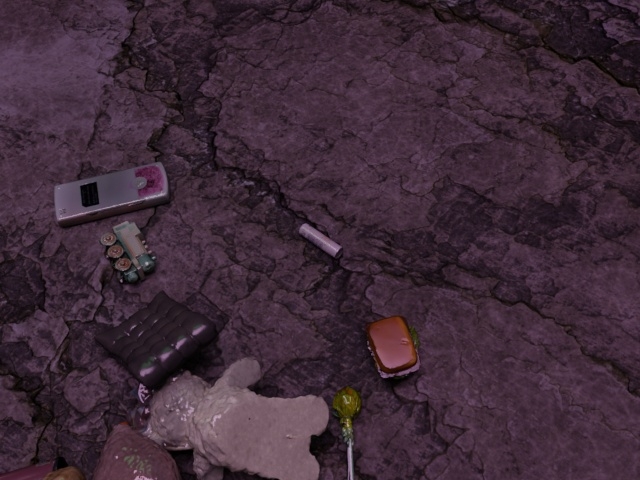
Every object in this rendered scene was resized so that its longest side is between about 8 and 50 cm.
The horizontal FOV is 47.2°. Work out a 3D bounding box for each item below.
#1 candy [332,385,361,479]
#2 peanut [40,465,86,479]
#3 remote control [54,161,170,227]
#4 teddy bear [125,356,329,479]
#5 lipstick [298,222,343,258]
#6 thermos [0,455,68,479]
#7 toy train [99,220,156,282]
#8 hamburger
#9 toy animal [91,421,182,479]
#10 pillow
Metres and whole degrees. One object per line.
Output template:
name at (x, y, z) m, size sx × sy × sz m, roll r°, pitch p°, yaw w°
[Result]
candy at (0.067, 0.485, 1.774) m, size 0.073 × 0.077 × 0.262 m, roll -3°, pitch 65°, yaw 4°
peanut at (-0.576, 0.605, 1.623) m, size 0.137 × 0.253 × 0.122 m, roll 16°, pitch 33°, yaw 19°
remote control at (-0.630, -0.141, 2.219) m, size 0.344 × 0.050 × 0.145 m, roll -13°, pitch 57°, yaw -6°
teddy bear at (-0.233, 0.442, 1.781) m, size 0.375 × 0.362 × 0.327 m, roll 19°, pitch 75°, yaw -31°
lipstick at (0.000, 0.000, 2.097) m, size 0.141 × 0.040 × 0.040 m, roll 33°, pitch 65°, yaw 22°
thermos at (-0.757, 0.619, 1.714) m, size 0.330 × 0.136 × 0.109 m, roll -15°, pitch 24°, yaw -6°
toy train at (-0.546, 0.035, 2.086) m, size 0.125 × 0.081 × 0.194 m, roll -28°, pitch 59°, yaw -19°
hamburger at (0.190, 0.278, 1.879) m, size 0.137 × 0.087 × 0.166 m, roll -12°, pitch 59°, yaw -5°
toy animal at (-0.402, 0.578, 1.637) m, size 0.226 × 0.188 × 0.358 m, roll -25°, pitch 69°, yaw 24°
pillow at (-0.414, 0.249, 1.848) m, size 0.228 × 0.101 × 0.326 m, roll -40°, pitch 30°, yaw -21°
